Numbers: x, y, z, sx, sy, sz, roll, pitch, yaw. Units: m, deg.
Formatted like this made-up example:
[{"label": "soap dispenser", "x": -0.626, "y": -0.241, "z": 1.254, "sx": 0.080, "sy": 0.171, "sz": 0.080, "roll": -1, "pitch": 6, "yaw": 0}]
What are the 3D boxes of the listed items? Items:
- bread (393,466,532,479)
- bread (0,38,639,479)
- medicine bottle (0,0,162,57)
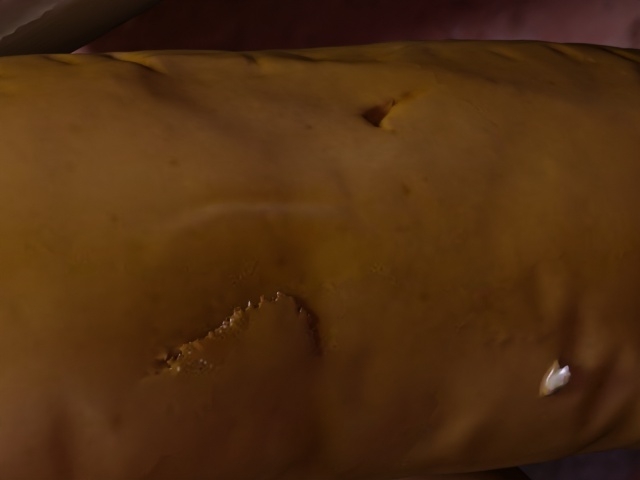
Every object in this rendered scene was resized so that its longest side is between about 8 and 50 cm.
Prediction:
[{"label": "bread", "x": -0.019, "y": 0.142, "z": 0.442, "sx": 0.147, "sy": 0.098, "sz": 0.217, "roll": 22, "pitch": 85, "yaw": 16}, {"label": "bread", "x": 0.000, "y": 0.000, "z": 0.401, "sx": 0.305, "sy": 0.091, "sz": 0.142, "roll": -5, "pitch": 28, "yaw": -26}, {"label": "medicine bottle", "x": -0.024, "y": -0.200, "z": 0.376, "sx": 0.406, "sy": 0.236, "sz": 0.235, "roll": -23, "pitch": 71, "yaw": 32}]
